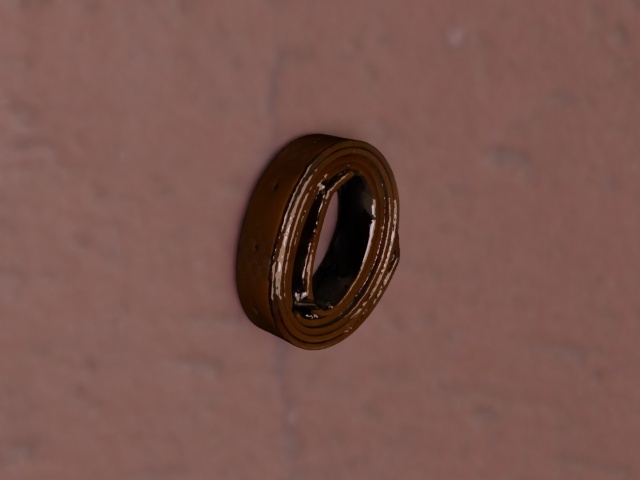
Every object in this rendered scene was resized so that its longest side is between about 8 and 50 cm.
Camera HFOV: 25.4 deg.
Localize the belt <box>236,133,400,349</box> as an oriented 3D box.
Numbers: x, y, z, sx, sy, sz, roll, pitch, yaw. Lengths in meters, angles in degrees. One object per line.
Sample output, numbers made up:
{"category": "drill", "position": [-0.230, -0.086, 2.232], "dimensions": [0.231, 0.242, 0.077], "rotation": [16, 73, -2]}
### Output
{"category": "belt", "position": [0.000, 0.000, 0.562], "dimensions": [0.059, 0.036, 0.083], "rotation": [15, 92, -33]}
